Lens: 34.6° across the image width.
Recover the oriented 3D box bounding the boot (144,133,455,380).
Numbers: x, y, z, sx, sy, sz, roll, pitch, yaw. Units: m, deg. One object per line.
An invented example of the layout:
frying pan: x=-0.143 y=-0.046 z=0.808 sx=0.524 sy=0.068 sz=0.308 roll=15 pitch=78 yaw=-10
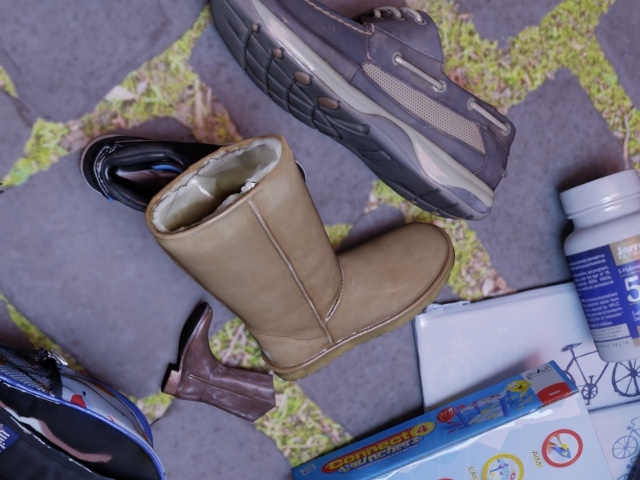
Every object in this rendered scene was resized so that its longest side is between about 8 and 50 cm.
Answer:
boot: x=0.000 y=0.000 z=0.930 sx=0.236 sy=0.089 sz=0.269 roll=-38 pitch=141 yaw=-8

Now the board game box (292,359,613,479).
board game box: x=0.168 y=0.325 z=1.078 sx=0.302 sy=0.086 sz=0.308 roll=-22 pitch=106 yaw=1

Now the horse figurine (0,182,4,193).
horse figurine: x=-0.422 y=-0.024 z=0.851 sx=0.263 sy=0.066 sz=0.174 roll=-44 pitch=128 yaw=-15

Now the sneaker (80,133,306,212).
sneaker: x=-0.104 y=-0.048 z=0.934 sx=0.217 sy=0.121 sz=0.079 roll=3 pitch=100 yaw=-19

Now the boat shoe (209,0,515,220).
boat shoe: x=0.049 y=-0.156 z=0.976 sx=0.355 sy=0.132 sz=0.130 roll=37 pitch=77 yaw=-30

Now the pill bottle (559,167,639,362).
pill bottle: x=0.321 y=0.025 z=1.084 sx=0.112 sy=0.112 sz=0.187 roll=-17 pitch=86 yaw=-15

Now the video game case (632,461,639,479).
video game case: x=0.467 y=0.319 z=1.227 sx=0.274 sy=0.026 sz=0.196 roll=22 pitch=90 yaw=-31

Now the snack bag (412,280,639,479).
snack bag: x=0.267 y=0.206 z=1.157 sx=0.323 sy=0.037 sz=0.343 roll=-10 pitch=103 yaw=-16

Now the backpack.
backpack: x=-0.273 y=0.215 z=0.883 sx=0.263 sy=0.213 sz=0.276 roll=27 pitch=98 yaw=-15

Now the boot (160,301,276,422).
boot: x=-0.087 y=0.123 z=1.018 sx=0.114 sy=0.037 sz=0.106 roll=21 pitch=106 yaw=-18
